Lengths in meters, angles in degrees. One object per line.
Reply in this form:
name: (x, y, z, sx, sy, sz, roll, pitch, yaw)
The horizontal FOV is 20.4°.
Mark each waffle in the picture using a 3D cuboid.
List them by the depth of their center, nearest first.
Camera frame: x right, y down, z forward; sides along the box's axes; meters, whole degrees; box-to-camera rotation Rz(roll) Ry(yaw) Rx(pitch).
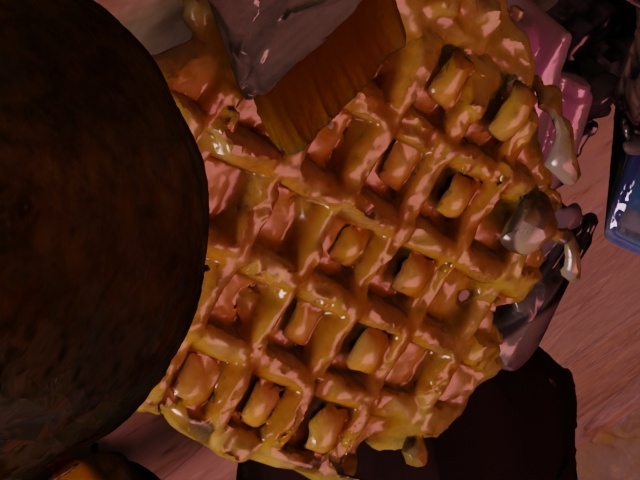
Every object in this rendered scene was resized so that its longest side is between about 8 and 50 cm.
waffle: (-0.002, -0.002, 0.783, 0.262, 0.060, 0.281, -23, 129, -23)

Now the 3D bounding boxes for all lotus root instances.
lotus root: (-0.131, -0.001, 0.520, 0.160, 0.152, 0.275, -56, 160, 23)

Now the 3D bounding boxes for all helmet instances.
helmet: (0.044, 0.169, 1.158, 0.225, 0.305, 0.177, -11, 155, 29)

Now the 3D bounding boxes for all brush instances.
brush: (-0.018, -0.127, 0.559, 0.085, 0.020, 0.336, -44, 155, -10)

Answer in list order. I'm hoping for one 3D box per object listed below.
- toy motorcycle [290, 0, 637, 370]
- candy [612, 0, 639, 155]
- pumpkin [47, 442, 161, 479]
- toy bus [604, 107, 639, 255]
toy motorcycle: (0.054, 0.002, 0.949, 0.188, 0.143, 0.327, -18, 146, -51)
candy: (0.156, -0.137, 0.831, 0.094, 0.051, 0.226, -47, 141, -29)
pumpkin: (-0.170, 0.294, 1.138, 0.256, 0.225, 0.303, -13, 156, -47)
toy bus: (0.206, -0.066, 1.033, 0.236, 0.079, 0.094, -64, 180, -66)
